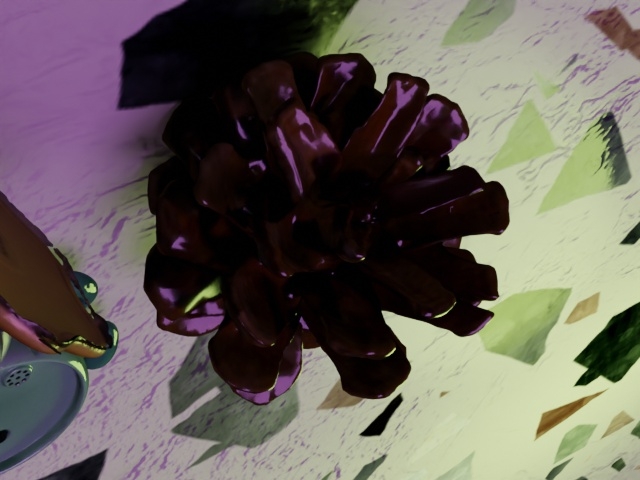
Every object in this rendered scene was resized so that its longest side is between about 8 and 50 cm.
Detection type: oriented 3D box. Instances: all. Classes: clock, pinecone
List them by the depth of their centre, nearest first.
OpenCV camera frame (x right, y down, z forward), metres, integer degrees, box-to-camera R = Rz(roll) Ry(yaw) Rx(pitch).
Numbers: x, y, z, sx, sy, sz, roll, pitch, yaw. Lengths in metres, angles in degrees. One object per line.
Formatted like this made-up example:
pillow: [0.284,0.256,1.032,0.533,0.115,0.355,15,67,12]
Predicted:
pinecone: [0.002,0.001,0.764,0.202,0.201,0.229,-52,126,-27]
clock: [-0.210,0.091,0.793,0.188,0.060,0.148,-32,150,-11]

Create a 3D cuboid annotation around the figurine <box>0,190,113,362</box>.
figurine: [-0.256,0.069,0.610,0.257,0.181,0.208,-43,170,2]
